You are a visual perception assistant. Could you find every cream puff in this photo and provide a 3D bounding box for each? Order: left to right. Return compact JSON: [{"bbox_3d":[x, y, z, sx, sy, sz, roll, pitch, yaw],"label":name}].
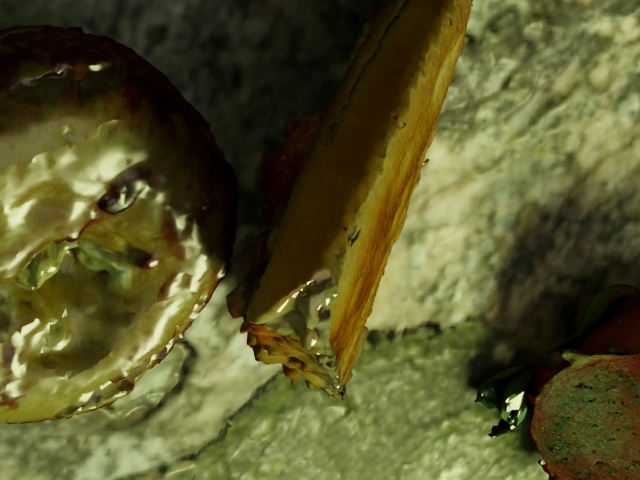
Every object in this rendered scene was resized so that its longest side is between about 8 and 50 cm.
[{"bbox_3d":[-0.104,-0.007,0.629,0.149,0.084,0.149,-14,124,-22],"label":"cream puff"}]

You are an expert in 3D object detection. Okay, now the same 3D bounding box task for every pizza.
[{"bbox_3d":[0.000,0.000,0.690,0.201,0.053,0.193,-64,170,-49],"label":"pizza"}]

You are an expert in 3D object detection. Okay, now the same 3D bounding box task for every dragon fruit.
[{"bbox_3d":[0.177,0.079,0.849,0.175,0.142,0.138,-29,170,-40],"label":"dragon fruit"}]
